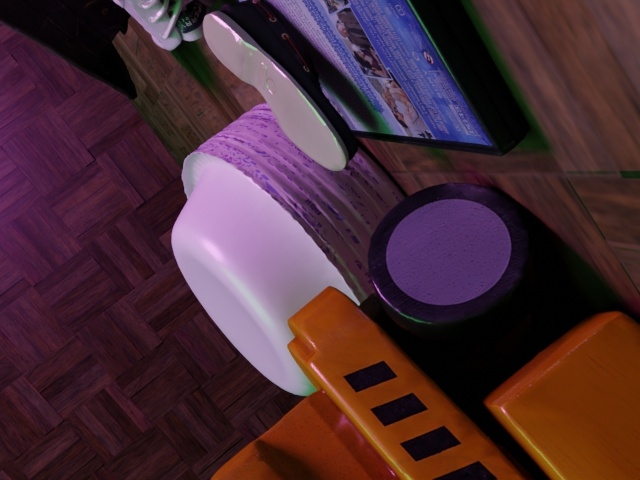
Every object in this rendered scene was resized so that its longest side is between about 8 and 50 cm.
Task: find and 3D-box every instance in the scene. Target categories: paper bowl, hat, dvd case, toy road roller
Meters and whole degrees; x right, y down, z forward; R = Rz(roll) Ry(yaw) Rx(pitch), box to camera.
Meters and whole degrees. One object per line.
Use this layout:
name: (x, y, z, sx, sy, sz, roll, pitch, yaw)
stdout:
paper bowl: (-0.026, 0.027, 0.697, 0.284, 0.148, 0.284, 43, 159, 22)
hat: (-0.307, -0.323, 0.899, 0.331, 0.134, 0.331, 46, -170, -11)
dvd case: (0.004, -0.134, 0.440, 0.180, 0.022, 0.253, 54, 171, -20)
toy road roller: (0.093, 0.155, 0.433, 0.329, 0.240, 0.202, 45, 170, 35)

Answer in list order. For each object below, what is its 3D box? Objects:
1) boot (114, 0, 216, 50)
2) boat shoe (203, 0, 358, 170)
boot: (-0.127, -0.218, 0.599, 0.123, 0.095, 0.258, 48, -179, -20)
boat shoe: (-0.019, -0.102, 0.481, 0.133, 0.042, 0.049, 49, 151, 11)
